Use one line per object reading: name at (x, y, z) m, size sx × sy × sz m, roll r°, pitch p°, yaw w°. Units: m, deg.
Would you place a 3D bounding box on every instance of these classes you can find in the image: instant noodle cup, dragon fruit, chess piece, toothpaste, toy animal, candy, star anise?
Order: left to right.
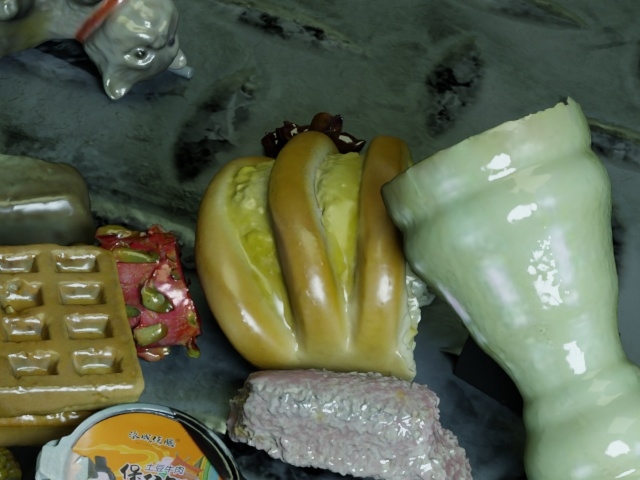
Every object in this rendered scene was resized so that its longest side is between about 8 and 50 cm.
candy at (-0.366, -0.032, 2.074) m, size 0.234 × 0.102 × 0.104 m, roll -2°, pitch 42°, yaw -15°
toy animal at (-0.324, -0.258, 2.338) m, size 0.266 × 0.188 × 0.308 m, roll 21°, pitch 47°, yaw 42°
dragon fruit at (-0.203, 0.048, 2.014) m, size 0.207 × 0.133 × 0.150 m, roll 19°, pitch 42°, yaw 24°
instant noodle cup at (-0.169, 0.256, 1.759) m, size 0.208 × 0.125 × 0.178 m, roll 27°, pitch 51°, yaw 0°
toothpaste at (-0.200, -0.227, 2.420) m, size 0.083 × 0.015 × 0.024 m, roll 25°, pitch 33°, yaw 20°
star anise at (-0.022, -0.082, 2.263) m, size 0.140 × 0.158 × 0.144 m, roll 10°, pitch 72°, yaw 10°
chess piece at (0.237, 0.106, 1.869) m, size 0.234 × 0.234 × 0.442 m, roll -17°, pitch 80°, yaw -32°

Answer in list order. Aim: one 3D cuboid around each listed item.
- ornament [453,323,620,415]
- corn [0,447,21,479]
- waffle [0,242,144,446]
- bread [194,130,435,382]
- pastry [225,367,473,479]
ornament at (0.266, 0.088, 2.101) m, size 0.166 × 0.153 × 0.196 m, roll 31°, pitch 32°, yaw 17°
corn at (-0.376, 0.175, 1.845) m, size 0.080 × 0.080 × 0.238 m, roll -26°, pitch 52°, yaw -38°
waffle at (-0.344, 0.100, 1.809) m, size 0.327 × 0.098 × 0.224 m, roll 1°, pitch 41°, yaw -18°
bread at (0.000, 0.000, 2.060) m, size 0.270 × 0.211 × 0.316 m, roll 12°, pitch 36°, yaw 0°
pastry at (0.036, 0.187, 1.928) m, size 0.265 × 0.112 × 0.103 m, roll 18°, pitch 29°, yaw 3°
